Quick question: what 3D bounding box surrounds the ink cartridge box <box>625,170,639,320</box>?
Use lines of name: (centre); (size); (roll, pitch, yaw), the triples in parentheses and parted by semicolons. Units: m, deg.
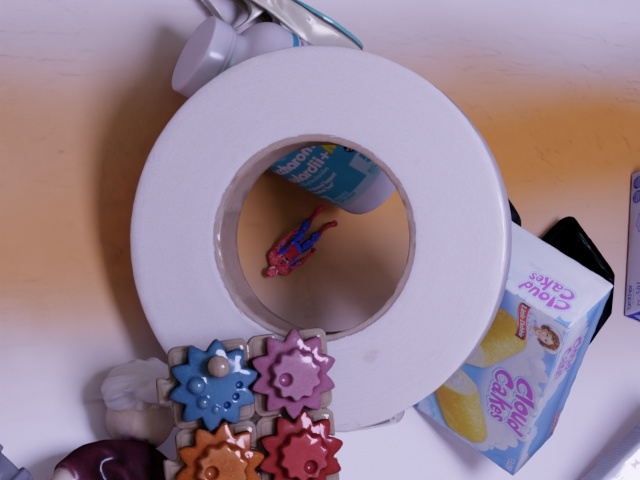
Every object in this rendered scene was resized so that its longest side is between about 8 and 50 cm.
ink cartridge box: (0.459, 0.014, 1.951); (0.097, 0.046, 0.207); (21, 63, -27)

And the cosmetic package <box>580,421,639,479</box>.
cosmetic package: (0.397, 0.284, 1.731); (0.231, 0.085, 0.117); (-44, 89, -7)

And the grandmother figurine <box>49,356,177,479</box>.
grandmother figurine: (-0.195, 0.272, 1.416); (0.208, 0.104, 0.342); (42, 48, -48)

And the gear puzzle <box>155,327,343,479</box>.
gear puzzle: (-0.055, 0.259, 1.406); (0.175, 0.044, 0.339); (-6, 93, -15)

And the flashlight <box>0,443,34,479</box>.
flashlight: (-0.380, 0.303, 1.280); (0.103, 0.103, 0.304); (34, 56, 12)

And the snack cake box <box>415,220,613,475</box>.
snack cake box: (0.201, 0.116, 1.593); (0.152, 0.264, 0.089); (35, 51, 23)

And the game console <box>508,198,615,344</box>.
game console: (0.221, -0.009, 1.809); (0.213, 0.044, 0.361); (-41, 98, -37)

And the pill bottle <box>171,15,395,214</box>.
pill bottle: (-0.030, -0.145, 1.628); (0.264, 0.146, 0.146); (27, 61, -22)

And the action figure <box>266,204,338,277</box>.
action figure: (-0.025, 0.005, 1.654); (0.038, 0.030, 0.115); (53, 56, -13)

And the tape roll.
tape roll: (0.000, 0.000, 1.482); (0.072, 0.392, 0.392); (-2, 70, -78)

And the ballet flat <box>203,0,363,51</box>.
ballet flat: (-0.064, -0.261, 1.697); (0.248, 0.086, 0.086); (36, 58, -16)

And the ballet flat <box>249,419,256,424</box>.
ballet flat: (-0.012, 0.181, 1.570); (0.231, 0.077, 0.077); (-41, 98, -35)
